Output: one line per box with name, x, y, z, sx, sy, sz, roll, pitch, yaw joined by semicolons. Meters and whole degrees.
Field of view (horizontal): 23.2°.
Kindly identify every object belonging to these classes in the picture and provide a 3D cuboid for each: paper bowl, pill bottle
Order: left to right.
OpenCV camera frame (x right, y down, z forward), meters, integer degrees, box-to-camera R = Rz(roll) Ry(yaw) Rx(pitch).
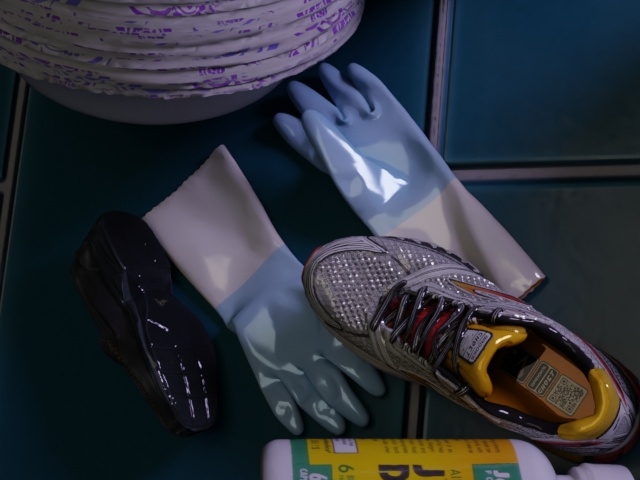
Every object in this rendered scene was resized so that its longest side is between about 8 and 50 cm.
paper bowl;-0.109;-0.183;1.021;0.284;0.148;0.284;4;38;-3
pill bottle;0.070;0.171;0.881;0.208;0.117;0.118;1;75;-3

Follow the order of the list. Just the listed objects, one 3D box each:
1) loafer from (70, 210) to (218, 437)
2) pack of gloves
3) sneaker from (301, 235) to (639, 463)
loafer;-0.120;0.064;1.061;0.061;0.062;0.170;-43;58;32
pack of gloves;0.000;0.000;1.026;0.195;0.046;0.232;-41;64;7
sneaker;0.089;0.055;0.932;0.225;0.093;0.088;24;87;18
